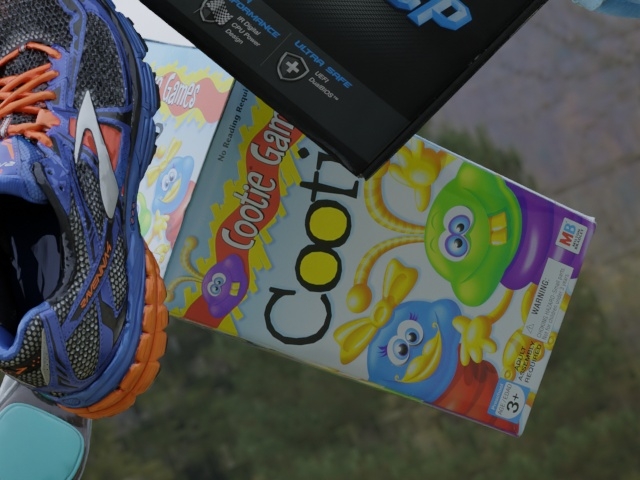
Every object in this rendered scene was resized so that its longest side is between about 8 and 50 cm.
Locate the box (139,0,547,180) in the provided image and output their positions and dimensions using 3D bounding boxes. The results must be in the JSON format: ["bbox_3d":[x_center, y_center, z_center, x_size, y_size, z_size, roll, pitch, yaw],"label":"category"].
[{"bbox_3d":[-0.002,-0.159,0.912,0.175,0.220,0.051,-44,18,22],"label":"box"}]

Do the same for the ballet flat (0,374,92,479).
[{"bbox_3d":[-0.185,0.122,1.259,0.068,0.072,0.213,-54,13,39],"label":"ballet flat"}]

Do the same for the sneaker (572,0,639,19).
[{"bbox_3d":[0.171,-0.241,1.166,0.208,0.319,0.127,-21,41,44],"label":"sneaker"}]

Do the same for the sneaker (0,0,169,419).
[{"bbox_3d":[-0.123,-0.033,0.869,0.083,0.221,0.087,-21,-20,26],"label":"sneaker"}]

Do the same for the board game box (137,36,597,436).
[{"bbox_3d":[0.000,0.000,1.116,0.275,0.142,0.144,22,-4,-36],"label":"board game box"}]
